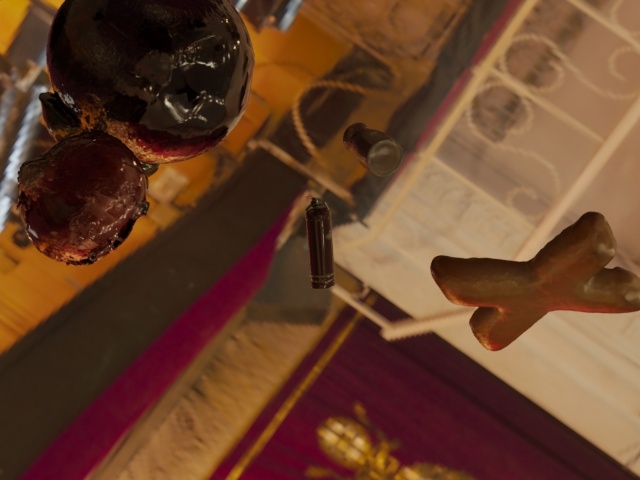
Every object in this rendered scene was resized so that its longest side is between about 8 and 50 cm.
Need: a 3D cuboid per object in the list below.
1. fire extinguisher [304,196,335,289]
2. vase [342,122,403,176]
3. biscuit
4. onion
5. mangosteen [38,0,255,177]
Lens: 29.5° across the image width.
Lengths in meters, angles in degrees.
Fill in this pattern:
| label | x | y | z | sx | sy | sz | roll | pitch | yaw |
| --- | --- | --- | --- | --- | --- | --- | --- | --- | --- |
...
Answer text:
| label | x | y | z | sx | sy | sz | roll | pitch | yaw |
| --- | --- | --- | --- | --- | --- | --- | --- | --- | --- |
| fire extinguisher | 0.000 | 0.000 | 1.999 | 0.064 | 0.043 | 0.158 | -20 | 111 | -51 |
| vase | 0.066 | -0.123 | 1.600 | 0.053 | 0.053 | 0.100 | -55 | -152 | 6 |
| biscuit | 0.245 | 0.052 | 1.356 | 0.208 | 0.164 | 0.047 | -19 | -141 | 26 |
| onion | -0.314 | -0.058 | 1.528 | 0.147 | 0.184 | 0.184 | 24 | 103 | -51 |
| mangosteen | -0.246 | -0.241 | 1.747 | 0.330 | 0.330 | 0.330 | -55 | 178 | -3 |
